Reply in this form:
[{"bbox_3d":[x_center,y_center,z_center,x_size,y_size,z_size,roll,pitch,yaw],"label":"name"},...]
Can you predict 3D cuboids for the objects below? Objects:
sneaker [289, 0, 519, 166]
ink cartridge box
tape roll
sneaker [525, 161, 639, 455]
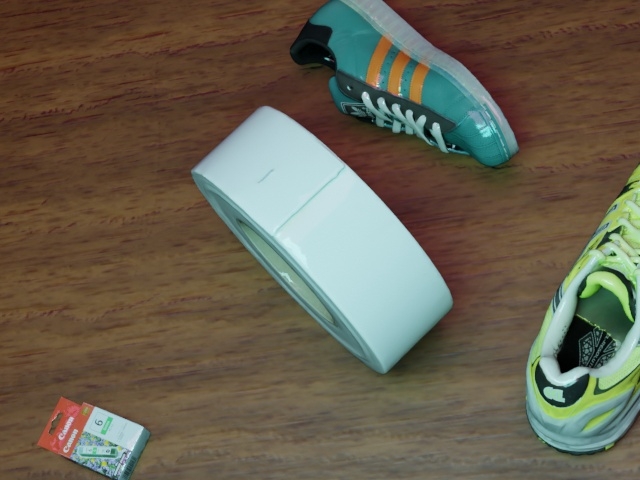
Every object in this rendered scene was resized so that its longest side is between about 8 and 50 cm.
[{"bbox_3d":[0.088,-0.160,1.615,0.121,0.108,0.302,-42,58,-6],"label":"sneaker"},{"bbox_3d":[-0.247,0.211,1.565,0.115,0.029,0.062,20,74,18],"label":"ink cartridge box"},{"bbox_3d":[0.000,0.000,1.463,0.100,0.286,0.286,-43,66,-7],"label":"tape roll"},{"bbox_3d":[0.327,0.032,1.460,0.145,0.147,0.384,21,72,20],"label":"sneaker"}]
